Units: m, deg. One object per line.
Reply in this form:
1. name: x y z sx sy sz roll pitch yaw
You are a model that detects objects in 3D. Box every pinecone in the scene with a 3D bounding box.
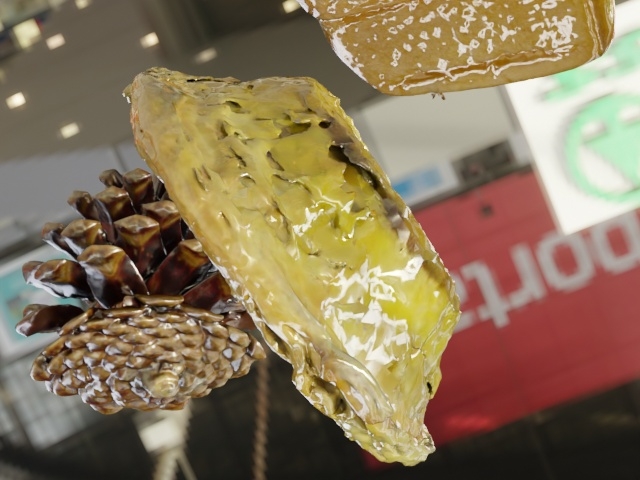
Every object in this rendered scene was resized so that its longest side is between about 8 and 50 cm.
1. pinecone: -0.167 0.045 1.960 0.264 0.264 0.264 -22 -164 7

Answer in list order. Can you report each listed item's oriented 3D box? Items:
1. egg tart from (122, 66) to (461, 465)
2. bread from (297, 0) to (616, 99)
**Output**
1. egg tart: 0.000 0.000 1.340 0.129 0.341 0.341 -33 -164 1
2. bread: 0.136 -0.308 2.103 0.337 0.328 0.148 -10 -132 32
